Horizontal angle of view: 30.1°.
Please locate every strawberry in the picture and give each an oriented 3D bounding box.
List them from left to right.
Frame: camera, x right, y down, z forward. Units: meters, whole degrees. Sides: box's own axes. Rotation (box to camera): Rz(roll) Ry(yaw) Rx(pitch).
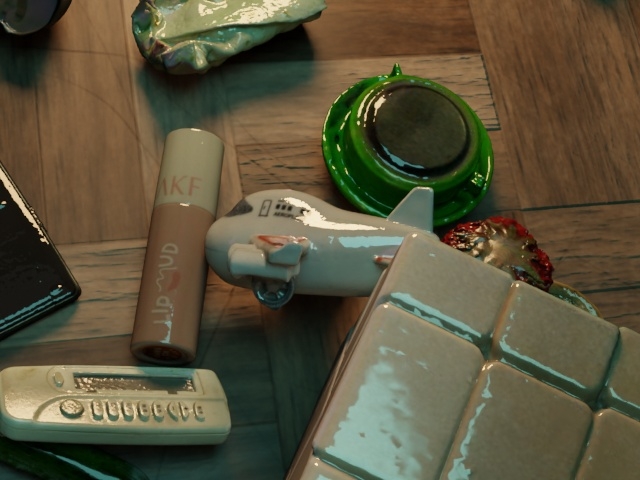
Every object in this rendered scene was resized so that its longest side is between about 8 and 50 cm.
[{"bbox_3d":[0.187,0.035,1.320,0.145,0.086,0.145,1,59,-2],"label":"strawberry"}]

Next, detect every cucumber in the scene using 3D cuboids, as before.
[{"bbox_3d":[-0.244,0.224,1.178,0.250,0.056,0.056,25,63,2],"label":"cucumber"}]

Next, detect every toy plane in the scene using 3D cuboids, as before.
[{"bbox_3d":[0.000,0.004,1.228,0.252,0.252,0.118,-3,97,-13],"label":"toy plane"}]

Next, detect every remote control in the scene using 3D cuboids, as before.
[{"bbox_3d":[-0.206,0.167,1.183,0.230,0.049,0.090,4,34,-23],"label":"remote control"}]

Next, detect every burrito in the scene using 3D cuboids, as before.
[{"bbox_3d":[-0.112,-0.270,1.414,0.229,0.089,0.144,-31,61,-23],"label":"burrito"}]

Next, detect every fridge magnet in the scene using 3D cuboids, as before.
[{"bbox_3d":[0.103,-0.109,1.379,0.208,0.088,0.208,5,62,-10],"label":"fridge magnet"}]

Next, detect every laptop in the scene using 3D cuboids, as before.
[{"bbox_3d":[-0.368,0.008,1.265,0.154,0.026,0.207,-29,74,-21],"label":"laptop"}]

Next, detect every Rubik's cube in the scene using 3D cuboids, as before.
[{"bbox_3d":[0.131,0.237,1.098,0.315,0.322,0.319,26,62,0],"label":"Rubik's cube"}]

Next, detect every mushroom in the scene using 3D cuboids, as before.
[{"bbox_3d":[-0.360,-0.318,1.371,0.188,0.141,0.117,41,31,4],"label":"mushroom"}]

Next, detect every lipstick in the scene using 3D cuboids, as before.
[{"bbox_3d":[-0.152,0.004,1.286,0.070,0.070,0.254,9,64,-7],"label":"lipstick"}]

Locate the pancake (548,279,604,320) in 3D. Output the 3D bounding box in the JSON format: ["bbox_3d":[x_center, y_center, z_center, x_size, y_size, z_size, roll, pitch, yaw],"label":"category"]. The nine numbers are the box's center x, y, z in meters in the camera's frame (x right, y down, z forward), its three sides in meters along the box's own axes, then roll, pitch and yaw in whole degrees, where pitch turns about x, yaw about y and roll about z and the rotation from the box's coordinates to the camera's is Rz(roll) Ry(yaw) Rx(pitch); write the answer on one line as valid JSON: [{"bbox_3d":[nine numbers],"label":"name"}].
[{"bbox_3d":[0.259,0.112,1.346,0.151,0.025,0.152,5,64,-11],"label":"pancake"}]
